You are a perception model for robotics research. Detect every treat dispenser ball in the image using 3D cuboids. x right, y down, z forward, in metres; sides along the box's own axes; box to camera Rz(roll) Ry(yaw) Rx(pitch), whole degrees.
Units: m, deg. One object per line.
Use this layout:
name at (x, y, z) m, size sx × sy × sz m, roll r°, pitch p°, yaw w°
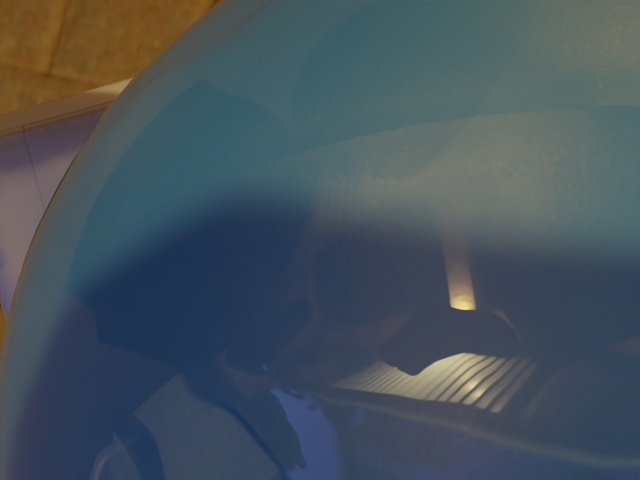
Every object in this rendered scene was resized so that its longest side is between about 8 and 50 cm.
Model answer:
treat dispenser ball at (0.059, 0.054, 0.474) m, size 0.288 × 0.288 × 0.288 m, roll 1°, pitch 133°, yaw 1°

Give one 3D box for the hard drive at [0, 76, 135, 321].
hard drive at (0.000, 0.000, 0.867) m, size 0.307 × 0.040 × 0.203 m, roll -16°, pitch 119°, yaw -11°
